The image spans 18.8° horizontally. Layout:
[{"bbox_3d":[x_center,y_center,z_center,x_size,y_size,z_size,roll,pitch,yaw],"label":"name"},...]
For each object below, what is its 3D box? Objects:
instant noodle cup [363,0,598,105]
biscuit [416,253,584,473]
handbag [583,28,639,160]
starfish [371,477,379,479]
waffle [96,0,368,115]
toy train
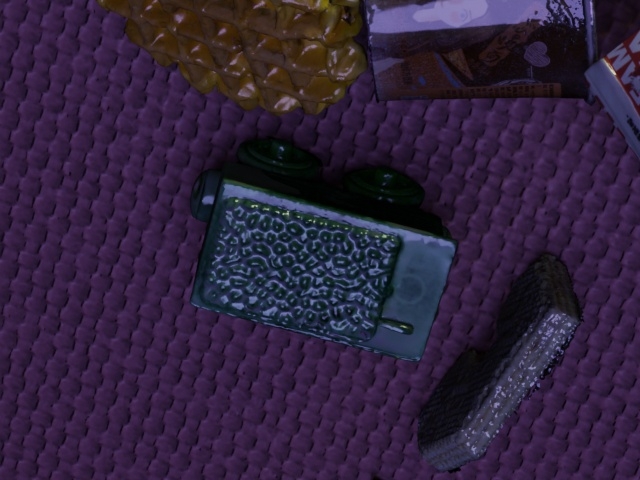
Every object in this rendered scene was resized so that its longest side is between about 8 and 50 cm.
[{"bbox_3d":[0.144,-0.222,1.784,0.207,0.217,0.217,-6,111,5],"label":"instant noodle cup"},{"bbox_3d":[0.177,0.134,1.966,0.046,0.147,0.250,29,113,-12],"label":"biscuit"},{"bbox_3d":[0.390,-0.158,1.673,0.298,0.151,0.171,-29,77,6],"label":"handbag"},{"bbox_3d":[0.052,0.369,2.116,0.213,0.057,0.238,-3,111,13],"label":"starfish"},{"bbox_3d":[-0.091,-0.221,1.793,0.329,0.062,0.329,24,151,14],"label":"waffle"},{"bbox_3d":[0.000,0.000,1.892,0.266,0.202,0.145,14,110,-5],"label":"toy train"}]
